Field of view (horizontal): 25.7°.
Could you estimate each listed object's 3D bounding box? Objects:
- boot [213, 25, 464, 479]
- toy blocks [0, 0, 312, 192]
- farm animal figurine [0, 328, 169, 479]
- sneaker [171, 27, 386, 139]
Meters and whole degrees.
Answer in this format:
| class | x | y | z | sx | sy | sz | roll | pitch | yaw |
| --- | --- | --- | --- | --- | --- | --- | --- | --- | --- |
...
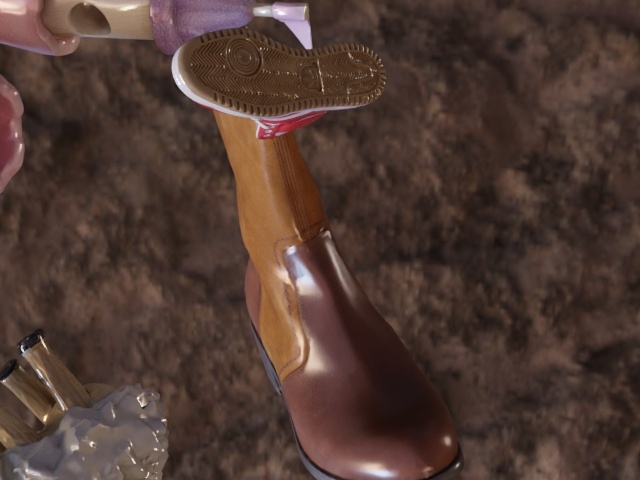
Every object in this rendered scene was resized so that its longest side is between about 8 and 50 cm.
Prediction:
| class | x | y | z | sx | sy | sz | roll | pitch | yaw |
| --- | --- | --- | --- | --- | --- | --- | --- | --- | --- |
| boot | 0.000 | 0.000 | 0.903 | 0.096 | 0.280 | 0.264 | -16 | -152 | -8 |
| toy blocks | -0.147 | -0.219 | 0.714 | 0.260 | 0.288 | 0.309 | 3 | -133 | 18 |
| farm animal figurine | -0.219 | 0.231 | 0.637 | 0.172 | 0.330 | 0.327 | 49 | -151 | -5 |
| sneaker | -0.033 | -0.073 | 0.674 | 0.118 | 0.067 | 0.042 | -2 | -97 | -40 |
